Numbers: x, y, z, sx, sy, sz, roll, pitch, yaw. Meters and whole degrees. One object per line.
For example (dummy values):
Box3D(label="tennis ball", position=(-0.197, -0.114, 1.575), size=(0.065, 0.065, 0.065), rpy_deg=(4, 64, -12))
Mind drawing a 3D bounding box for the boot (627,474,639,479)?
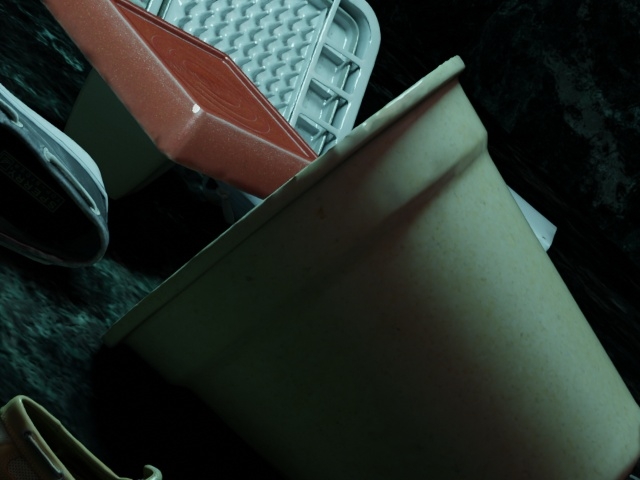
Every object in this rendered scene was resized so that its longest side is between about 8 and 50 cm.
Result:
Box3D(label="boot", position=(0.302, 0.316, 1.390), size=(0.263, 0.091, 0.229), rpy_deg=(50, 16, 27))

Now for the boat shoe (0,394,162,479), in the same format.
Box3D(label="boat shoe", position=(-0.110, 0.158, 0.820), size=(0.190, 0.072, 0.068), rpy_deg=(38, 14, -12))

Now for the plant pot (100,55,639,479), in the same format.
Box3D(label="plant pot", position=(0.065, 0.085, 1.088), size=(0.305, 0.334, 0.334), rpy_deg=(51, 14, 0))

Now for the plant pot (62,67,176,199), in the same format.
Box3D(label="plant pot", position=(-0.182, -0.100, 1.392), size=(0.109, 0.096, 0.109), rpy_deg=(42, 13, 2))

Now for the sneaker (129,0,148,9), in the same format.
Box3D(label="sneaker", position=(-0.179, -0.357, 2.038), size=(0.295, 0.178, 0.124), rpy_deg=(49, 16, 33))

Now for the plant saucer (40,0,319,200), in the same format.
Box3D(label="plant saucer", position=(-0.112, -0.136, 1.388), size=(0.258, 0.047, 0.259), rpy_deg=(22, 23, -53))

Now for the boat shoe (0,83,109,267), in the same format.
Box3D(label="boat shoe", position=(-0.276, -0.077, 1.073), size=(0.301, 0.108, 0.102), rpy_deg=(41, 10, -30))

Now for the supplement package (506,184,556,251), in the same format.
Box3D(label="supplement package", position=(0.185, -0.038, 2.082), size=(0.262, 0.145, 0.204), rpy_deg=(42, 14, 4))

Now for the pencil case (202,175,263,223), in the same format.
Box3D(label="pencil case", position=(0.000, 0.000, 1.532), size=(0.273, 0.113, 0.124), rpy_deg=(44, 23, 17))

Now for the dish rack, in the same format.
Box3D(label="dish rack", position=(-0.088, -0.253, 1.906), size=(0.333, 0.285, 0.072), rpy_deg=(33, -26, -31))
